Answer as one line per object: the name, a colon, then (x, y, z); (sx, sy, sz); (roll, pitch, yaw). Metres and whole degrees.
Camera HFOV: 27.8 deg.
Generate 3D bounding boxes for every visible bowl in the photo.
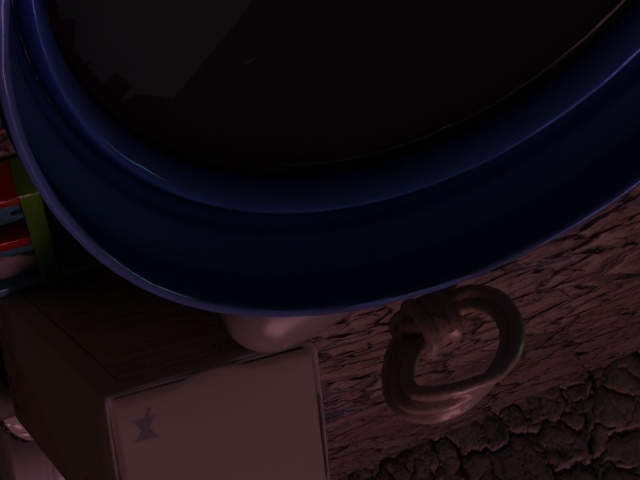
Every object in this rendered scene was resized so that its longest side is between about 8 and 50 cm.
bowl: (0.055, -0.126, 0.510); (0.391, 0.077, 0.391); (-20, 144, -15)

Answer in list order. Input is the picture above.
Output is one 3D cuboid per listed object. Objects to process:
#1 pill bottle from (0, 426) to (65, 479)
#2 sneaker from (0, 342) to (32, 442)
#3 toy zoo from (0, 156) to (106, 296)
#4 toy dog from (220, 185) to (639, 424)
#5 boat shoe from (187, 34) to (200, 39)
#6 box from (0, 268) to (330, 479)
pill bottle: (-0.207, 0.210, 1.396); (0.272, 0.152, 0.152); (-10, 162, -24)
sneaker: (-0.267, 0.111, 1.136); (0.108, 0.100, 0.271); (-30, 168, 1)
toy zoo: (-0.277, 0.010, 0.886); (0.293, 0.030, 0.192); (-15, 164, -12)
toy dog: (0.080, -0.069, 0.768); (0.334, 0.161, 0.220); (-42, -145, -23)
boat shoe: (-0.082, -0.083, 0.688); (0.105, 0.089, 0.285); (-17, 163, -5)
box: (-0.125, 0.104, 0.930); (0.148, 0.121, 0.311); (-12, -164, -23)
